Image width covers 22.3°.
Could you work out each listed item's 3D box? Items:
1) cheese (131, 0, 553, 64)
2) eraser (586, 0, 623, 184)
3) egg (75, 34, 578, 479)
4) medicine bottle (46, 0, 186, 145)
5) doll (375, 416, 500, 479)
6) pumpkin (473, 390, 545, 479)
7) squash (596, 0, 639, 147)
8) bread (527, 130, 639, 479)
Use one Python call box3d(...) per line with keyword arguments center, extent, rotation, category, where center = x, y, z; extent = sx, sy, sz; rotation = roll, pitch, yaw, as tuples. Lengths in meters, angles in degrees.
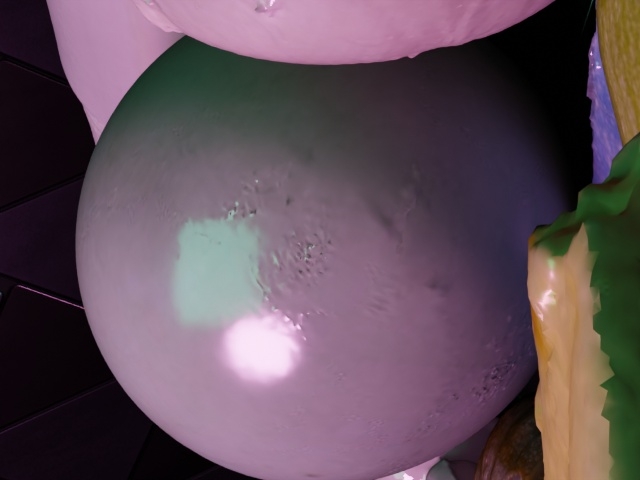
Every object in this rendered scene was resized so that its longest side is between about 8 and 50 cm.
box3d(center=(0.028, -0.144, 0.566), extent=(0.189, 0.198, 0.154), rotation=(116, 134, -66), category="cheese")
box3d(center=(0.171, -0.021, 0.706), extent=(0.144, 0.042, 0.312), rotation=(57, 165, 37), category="eraser")
box3d(center=(0.000, 0.000, 0.922), extent=(0.276, 0.276, 0.389), rotation=(65, 162, 3), category="egg")
box3d(center=(-0.082, -0.178, 1.099), extent=(0.211, 0.211, 0.371), rotation=(60, 167, 25), category="medicine bottle")
box3d(center=(0.092, 0.164, 1.256), extent=(0.252, 0.111, 0.237), rotation=(85, 173, -60), category="doll")
box3d(center=(0.158, 0.184, 0.877), extent=(0.219, 0.162, 0.219), rotation=(59, 170, 18), category="pumpkin")
box3d(center=(0.161, -0.023, 0.500), extent=(0.247, 0.132, 0.132), rotation=(64, 168, -5), category="squash")
box3d(center=(0.185, 0.081, 0.386), extent=(0.236, 0.263, 0.198), rotation=(52, -139, -71), category="bread")
